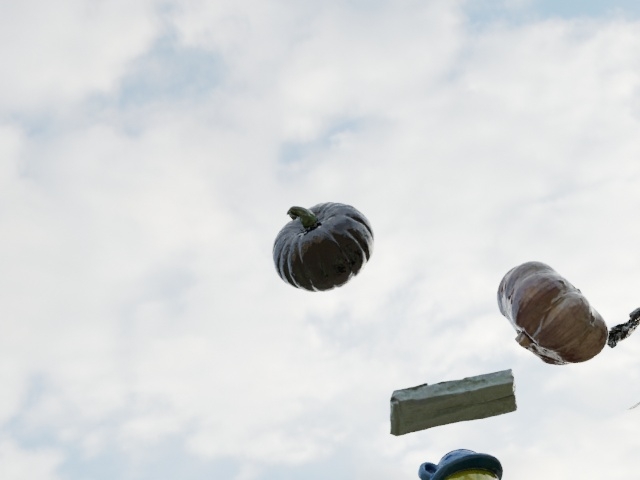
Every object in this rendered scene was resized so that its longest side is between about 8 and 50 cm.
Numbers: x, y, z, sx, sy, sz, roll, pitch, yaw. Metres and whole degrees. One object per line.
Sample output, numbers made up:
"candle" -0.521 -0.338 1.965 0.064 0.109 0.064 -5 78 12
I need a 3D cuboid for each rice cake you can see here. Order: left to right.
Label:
"rice cake" 0.218 0.262 1.485 0.226 0.040 0.085 -9 -55 -12

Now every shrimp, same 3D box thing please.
"shrimp" 0.588 0.160 1.753 0.161 0.034 0.091 -22 -38 -46

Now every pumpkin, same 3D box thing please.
"pumpkin" 0.006 0.011 1.637 0.194 0.194 0.150 -5 -49 -9

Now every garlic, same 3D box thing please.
"garlic" 0.290 0.098 1.172 0.102 0.159 0.147 -41 -43 0

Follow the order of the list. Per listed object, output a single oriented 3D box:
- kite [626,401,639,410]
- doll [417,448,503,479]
"kite" 0.704 0.307 1.820 0.141 0.015 0.245 -34 -29 29
"doll" 0.283 0.400 1.202 0.199 0.363 0.145 -20 -44 -59
